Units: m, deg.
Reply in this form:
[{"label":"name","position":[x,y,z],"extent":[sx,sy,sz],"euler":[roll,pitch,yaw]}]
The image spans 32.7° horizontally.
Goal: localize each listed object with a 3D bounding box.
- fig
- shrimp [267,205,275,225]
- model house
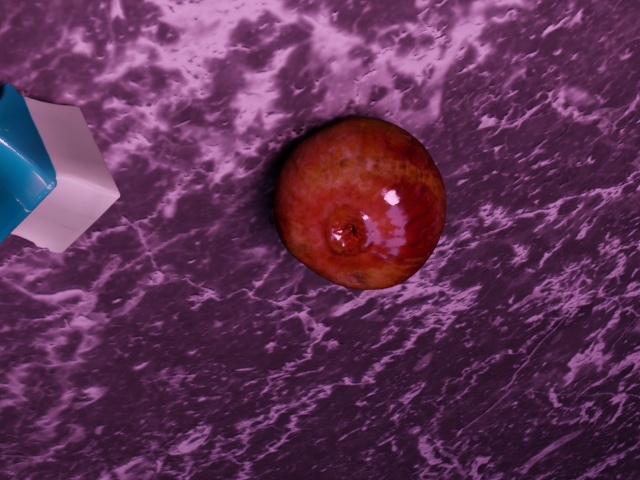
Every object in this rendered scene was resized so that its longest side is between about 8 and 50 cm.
[{"label":"fig","position":[0.047,-0.043,1.210],"extent":[0.205,0.205,0.205],"euler":[-14,143,-11]},{"label":"shrimp","position":[0.000,0.000,1.318],"extent":[0.180,0.099,0.041],"euler":[39,73,-40]},{"label":"model house","position":[-0.287,-0.068,1.025],"extent":[0.100,0.127,0.149],"euler":[-40,154,22]}]
